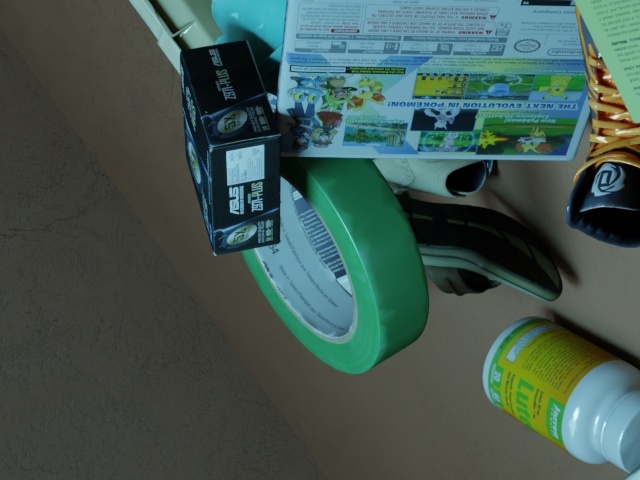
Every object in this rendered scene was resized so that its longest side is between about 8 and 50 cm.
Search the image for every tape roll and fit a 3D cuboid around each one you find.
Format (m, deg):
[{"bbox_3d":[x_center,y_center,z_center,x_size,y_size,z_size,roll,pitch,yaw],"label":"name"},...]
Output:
[{"bbox_3d":[0.000,0.000,1.866,0.321,0.077,0.321,45,153,31],"label":"tape roll"}]

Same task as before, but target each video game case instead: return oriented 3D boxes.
[{"bbox_3d":[0.125,-0.185,1.581,0.300,0.329,0.036,99,170,-54],"label":"video game case"}]

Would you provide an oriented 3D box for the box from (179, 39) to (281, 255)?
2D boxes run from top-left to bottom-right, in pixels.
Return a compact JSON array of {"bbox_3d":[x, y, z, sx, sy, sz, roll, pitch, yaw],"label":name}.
[{"bbox_3d":[-0.097,-0.098,1.700,0.180,0.078,0.147,92,163,-52],"label":"box"}]

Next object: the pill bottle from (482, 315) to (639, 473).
[{"bbox_3d":[0.332,0.200,2.007,0.246,0.136,0.136,30,149,51],"label":"pill bottle"}]

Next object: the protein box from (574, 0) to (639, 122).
[{"bbox_3d":[0.319,-0.223,1.268,0.200,0.136,0.201,-5,119,56],"label":"protein box"}]

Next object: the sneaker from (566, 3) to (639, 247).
[{"bbox_3d":[0.290,-0.117,1.462,0.125,0.180,0.321,5,139,31],"label":"sneaker"}]

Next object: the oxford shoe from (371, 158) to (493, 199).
[{"bbox_3d":[0.128,-0.096,2.006,0.146,0.140,0.397,46,163,3],"label":"oxford shoe"}]

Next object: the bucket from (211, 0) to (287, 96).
[{"bbox_3d":[0.036,-0.262,1.749,0.183,0.281,0.281,32,152,34],"label":"bucket"}]

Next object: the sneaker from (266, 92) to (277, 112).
[{"bbox_3d":[-0.027,-0.217,2.254,0.081,0.080,0.211,53,163,16],"label":"sneaker"}]

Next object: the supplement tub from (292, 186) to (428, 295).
[{"bbox_3d":[0.021,-0.032,2.281,0.272,0.191,0.191,60,161,-15],"label":"supplement tub"}]

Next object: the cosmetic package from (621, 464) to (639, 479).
[{"bbox_3d":[0.503,0.350,1.807,0.309,0.113,0.160,53,134,11],"label":"cosmetic package"}]

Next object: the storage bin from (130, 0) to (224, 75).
[{"bbox_3d":[-0.132,-0.347,2.014,0.262,0.260,0.123,54,158,3],"label":"storage bin"}]

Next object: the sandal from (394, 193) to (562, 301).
[{"bbox_3d":[0.158,0.015,1.971,0.120,0.303,0.086,-86,14,-51],"label":"sandal"}]
